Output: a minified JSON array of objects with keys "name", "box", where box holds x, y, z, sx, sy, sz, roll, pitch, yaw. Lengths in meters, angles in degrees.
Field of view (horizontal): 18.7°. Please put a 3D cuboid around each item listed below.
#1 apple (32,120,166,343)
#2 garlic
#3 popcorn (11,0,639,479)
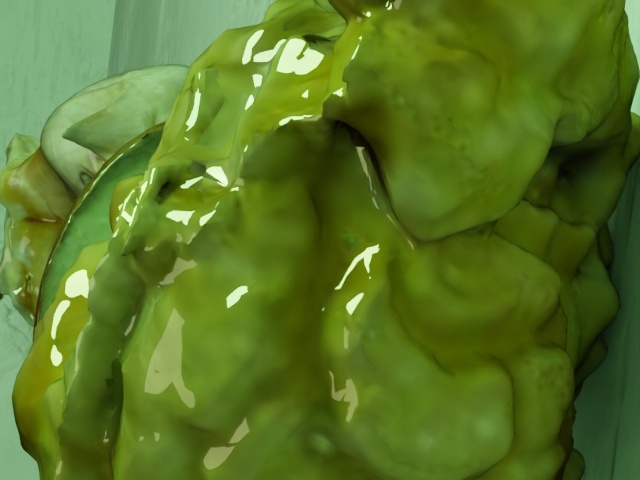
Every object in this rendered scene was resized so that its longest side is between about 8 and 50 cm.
[{"name":"apple","box":[-0.105,0.076,1.413,0.179,0.254,0.346,8,86,38]},{"name":"garlic","box":[-0.178,-0.021,1.742,0.313,0.249,0.286,-16,50,56]},{"name":"popcorn","box":[0.020,0.008,0.778,0.265,0.225,0.332,-67,0,-64]}]
